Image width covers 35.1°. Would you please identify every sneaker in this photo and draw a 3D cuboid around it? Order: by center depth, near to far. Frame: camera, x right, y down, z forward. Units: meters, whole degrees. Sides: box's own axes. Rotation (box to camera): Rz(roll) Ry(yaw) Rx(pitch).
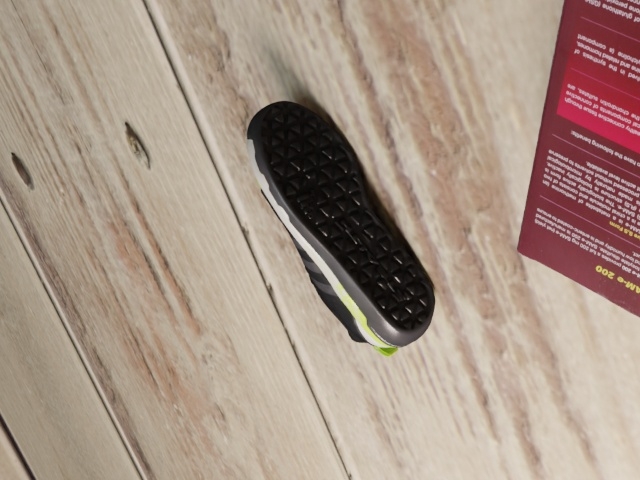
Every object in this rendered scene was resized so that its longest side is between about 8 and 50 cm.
[{"bbox_3d":[0.000,0.000,0.840,0.234,0.084,0.097,59,148,-4],"label":"sneaker"}]

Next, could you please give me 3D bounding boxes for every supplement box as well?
[{"bbox_3d":[0.194,-0.069,0.548,0.130,0.073,0.239,33,139,31],"label":"supplement box"}]
